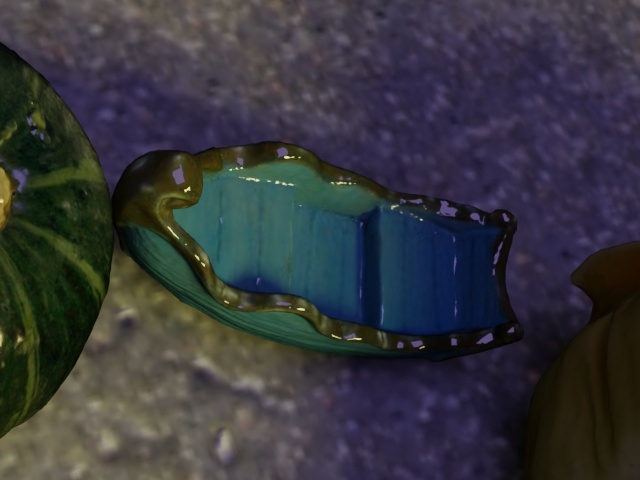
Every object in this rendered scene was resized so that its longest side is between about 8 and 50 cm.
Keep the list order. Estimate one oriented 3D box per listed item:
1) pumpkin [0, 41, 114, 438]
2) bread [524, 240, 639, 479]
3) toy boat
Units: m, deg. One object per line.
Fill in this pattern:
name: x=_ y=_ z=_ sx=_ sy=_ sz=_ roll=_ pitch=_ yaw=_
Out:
pumpkin: x=-0.152 y=-0.001 z=0.682 sx=0.167 sy=0.125 sz=0.167 roll=19 pitch=52 yaw=-26
bread: x=0.228 y=0.163 z=0.728 sx=0.301 sy=0.210 sz=0.341 roll=18 pitch=63 yaw=-13
toy boat: x=0.000 y=0.000 z=0.760 sx=0.186 sy=0.077 sz=0.075 roll=14 pitch=63 yaw=-27
